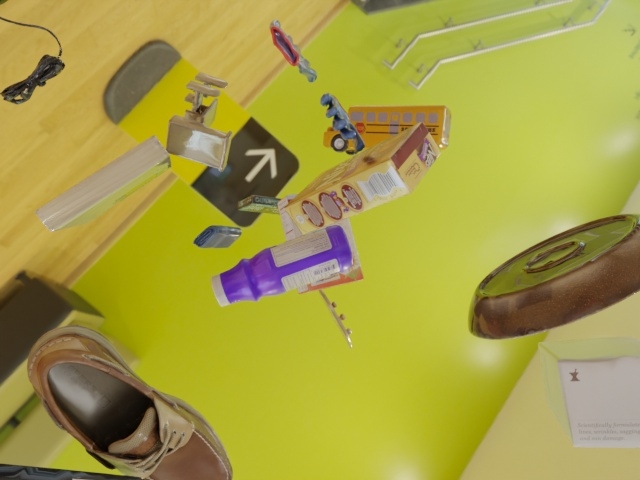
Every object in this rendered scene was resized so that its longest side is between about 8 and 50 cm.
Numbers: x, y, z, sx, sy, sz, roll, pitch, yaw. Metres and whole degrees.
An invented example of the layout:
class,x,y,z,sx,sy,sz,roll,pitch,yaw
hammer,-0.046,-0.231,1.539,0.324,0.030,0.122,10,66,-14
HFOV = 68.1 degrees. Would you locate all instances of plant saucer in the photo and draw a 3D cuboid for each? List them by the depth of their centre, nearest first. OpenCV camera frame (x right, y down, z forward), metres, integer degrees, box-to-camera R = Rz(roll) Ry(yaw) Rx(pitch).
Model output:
class,x,y,z,sx,sy,sz,roll,pitch,yaw
plant saucer,0.344,0.041,0.682,0.310,0.050,0.310,-30,178,-1

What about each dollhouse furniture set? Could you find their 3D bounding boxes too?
class,x,y,z,sx,sy,sz,roll,pitch,yaw
dollhouse furniture set,-0.317,-0.323,1.359,0.242,0.161,0.212,-79,-172,-52

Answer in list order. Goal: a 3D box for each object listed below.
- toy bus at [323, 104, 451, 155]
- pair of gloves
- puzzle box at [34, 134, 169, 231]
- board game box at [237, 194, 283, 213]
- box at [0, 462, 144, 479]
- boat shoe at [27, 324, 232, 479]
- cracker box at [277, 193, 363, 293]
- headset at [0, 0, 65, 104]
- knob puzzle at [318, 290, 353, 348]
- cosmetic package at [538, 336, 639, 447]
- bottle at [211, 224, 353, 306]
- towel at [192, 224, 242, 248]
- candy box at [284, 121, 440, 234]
class,x,y,z,sx,sy,sz,roll,pitch,yaw
toy bus,0.178,-0.299,1.303,0.108,0.332,0.130,-10,106,-65
pair of gloves,-0.006,-0.201,0.620,0.023,0.198,0.159,-34,-164,14
puzzle box,-0.478,-0.129,1.108,0.272,0.052,0.409,-38,-166,-11
board game box,-0.133,-0.100,1.385,0.126,0.186,0.026,-11,-104,60
box,-0.438,0.308,0.469,0.318,0.395,0.097,-32,-131,21
boat shoe,-0.234,0.244,0.602,0.123,0.324,0.116,-50,-158,-16
cracker box,0.000,0.000,1.146,0.155,0.232,0.067,-9,172,-29
headset,-0.592,-0.415,0.749,0.185,0.394,0.243,-35,-147,11
knob puzzle,0.044,0.206,1.363,0.030,0.213,0.213,-29,175,-5
cosmetic package,0.576,0.286,0.952,0.217,0.156,0.385,-8,172,20
bottle,-0.077,0.056,0.961,0.282,0.092,0.118,-19,162,-3
towel,-0.233,-0.010,1.082,0.067,0.029,0.119,-40,165,16
candy box,0.051,-0.077,0.619,0.186,0.053,0.109,-22,-161,43
